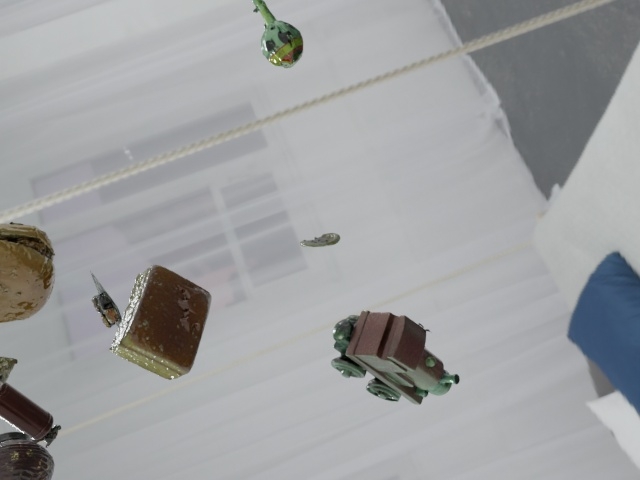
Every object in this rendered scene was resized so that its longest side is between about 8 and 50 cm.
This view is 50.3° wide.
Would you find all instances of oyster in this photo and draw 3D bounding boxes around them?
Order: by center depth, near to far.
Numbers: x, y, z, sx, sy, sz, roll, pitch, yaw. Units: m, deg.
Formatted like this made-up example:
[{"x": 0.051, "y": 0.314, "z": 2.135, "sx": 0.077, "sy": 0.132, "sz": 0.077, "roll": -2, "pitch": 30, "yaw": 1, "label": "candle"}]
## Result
[{"x": -0.833, "y": 0.331, "z": 1.634, "sx": 0.072, "sy": 0.132, "sz": 0.209, "roll": 30, "pitch": 174, "yaw": 17, "label": "oyster"}]

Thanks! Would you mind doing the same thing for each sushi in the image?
[{"x": -0.681, "y": 0.219, "z": 2.149, "sx": 0.210, "sy": 0.040, "sz": 0.192, "roll": 39, "pitch": 146, "yaw": 38, "label": "sushi"}]

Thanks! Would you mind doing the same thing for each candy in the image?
[{"x": -0.133, "y": -0.501, "z": 1.428, "sx": 0.083, "sy": 0.091, "sz": 0.305, "roll": -30, "pitch": 91, "yaw": 50, "label": "candy"}]

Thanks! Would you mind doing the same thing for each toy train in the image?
[{"x": 0.170, "y": 0.267, "z": 1.523, "sx": 0.304, "sy": 0.222, "sz": 0.150, "roll": 39, "pitch": -119, "yaw": -34, "label": "toy train"}]

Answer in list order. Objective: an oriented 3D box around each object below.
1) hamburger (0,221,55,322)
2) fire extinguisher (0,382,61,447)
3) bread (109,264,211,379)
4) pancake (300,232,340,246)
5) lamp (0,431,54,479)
[{"x": -0.690, "y": 0.072, "z": 1.380, "sx": 0.259, "sy": 0.283, "sz": 0.144, "roll": 120, "pitch": 146, "yaw": -49, "label": "hamburger"}, {"x": -1.043, "y": 0.625, "z": 2.382, "sx": 0.337, "sy": 0.147, "sz": 0.106, "roll": 55, "pitch": -164, "yaw": -35, "label": "fire extinguisher"}, {"x": -0.366, "y": 0.191, "z": 1.611, "sx": 0.184, "sy": 0.111, "sz": 0.234, "roll": 34, "pitch": -137, "yaw": -27, "label": "bread"}, {"x": 0.004, "y": 0.002, "z": 2.189, "sx": 0.116, "sy": 0.130, "sz": 0.022, "roll": 6, "pitch": 111, "yaw": 47, "label": "pancake"}, {"x": -0.923, "y": 0.703, "z": 2.039, "sx": 0.247, "sy": 0.247, "sz": 0.246, "roll": 160, "pitch": 90, "yaw": -88, "label": "lamp"}]
